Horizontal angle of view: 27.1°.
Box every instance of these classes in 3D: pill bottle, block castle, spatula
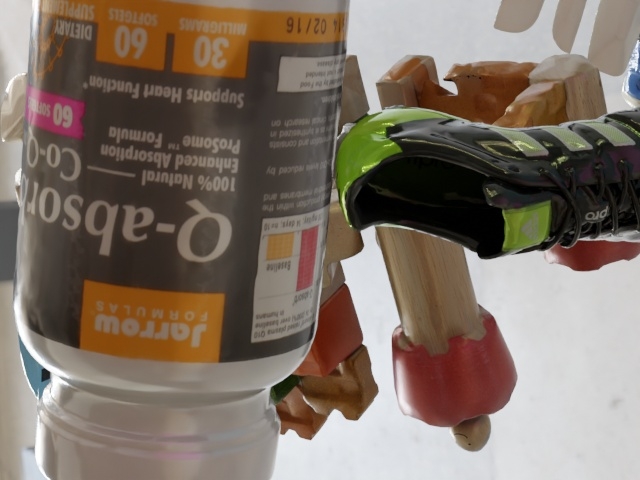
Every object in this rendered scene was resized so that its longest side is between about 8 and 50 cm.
[{"bbox_3d":[-0.076,-0.012,0.698,0.162,0.162,0.278,26,113,58],"label":"pill bottle"},{"bbox_3d":[0.000,0.000,1.072,0.453,0.303,0.213,6,123,38],"label":"block castle"},{"bbox_3d":[0.285,-0.306,1.371,0.019,0.168,0.242,-160,87,-73],"label":"spatula"}]

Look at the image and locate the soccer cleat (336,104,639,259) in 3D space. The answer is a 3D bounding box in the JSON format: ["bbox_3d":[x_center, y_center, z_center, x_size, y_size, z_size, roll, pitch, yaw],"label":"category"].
[{"bbox_3d":[0.093,-0.018,0.510,0.072,0.179,0.060,-76,-14,-59],"label":"soccer cleat"}]

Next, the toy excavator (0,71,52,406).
[{"bbox_3d":[-0.257,0.031,1.493,0.445,0.222,0.433,11,101,55],"label":"toy excavator"}]

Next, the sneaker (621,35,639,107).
[{"bbox_3d":[0.425,-0.235,1.715,0.152,0.058,0.084,-67,-16,-51],"label":"sneaker"}]
